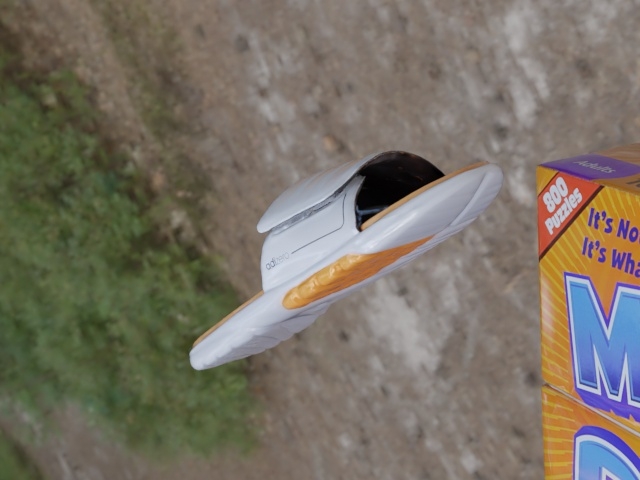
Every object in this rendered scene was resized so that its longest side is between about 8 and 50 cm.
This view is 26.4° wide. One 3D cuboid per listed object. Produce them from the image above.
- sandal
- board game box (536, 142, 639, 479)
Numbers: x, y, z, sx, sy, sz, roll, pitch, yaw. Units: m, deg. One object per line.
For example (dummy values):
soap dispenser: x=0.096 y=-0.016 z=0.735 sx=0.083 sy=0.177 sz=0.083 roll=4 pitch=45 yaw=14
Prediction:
sandal: x=-0.007 y=0.002 z=0.848 sx=0.265 sy=0.102 sz=0.076 roll=-34 pitch=77 yaw=38
board game box: x=0.405 y=0.117 z=0.980 sx=0.356 sy=0.356 sz=0.356 roll=27 pitch=126 yaw=60
